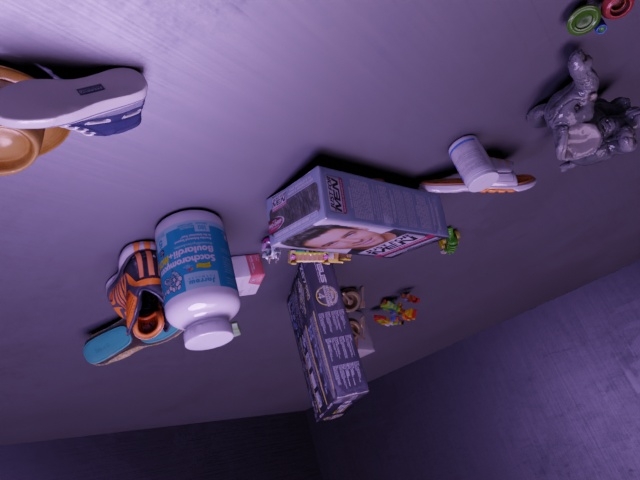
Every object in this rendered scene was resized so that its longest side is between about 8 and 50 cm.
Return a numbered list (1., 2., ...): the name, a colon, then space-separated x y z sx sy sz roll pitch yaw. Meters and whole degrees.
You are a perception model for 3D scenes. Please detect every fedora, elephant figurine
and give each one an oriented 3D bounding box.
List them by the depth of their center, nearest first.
1. fedora: -0.434 -0.141 0.614 0.195 0.079 0.194 -14 153 -7
2. elephant figurine: 0.511 -0.249 0.946 0.240 0.185 0.169 9 -173 -25

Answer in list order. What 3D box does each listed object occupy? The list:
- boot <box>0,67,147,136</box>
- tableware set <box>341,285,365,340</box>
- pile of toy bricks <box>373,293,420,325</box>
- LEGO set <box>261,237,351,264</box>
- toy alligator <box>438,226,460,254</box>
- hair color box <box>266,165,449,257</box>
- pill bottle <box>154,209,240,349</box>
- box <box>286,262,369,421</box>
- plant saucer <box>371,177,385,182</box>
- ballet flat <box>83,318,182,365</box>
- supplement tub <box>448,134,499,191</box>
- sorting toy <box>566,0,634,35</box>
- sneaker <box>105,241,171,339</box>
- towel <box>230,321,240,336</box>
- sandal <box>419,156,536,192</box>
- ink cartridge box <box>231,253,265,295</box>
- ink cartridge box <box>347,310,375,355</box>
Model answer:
1. boot: -0.320 -0.164 0.611 0.190 0.069 0.086 -24 163 -34
2. tableware set: 0.104 0.259 1.589 0.129 0.193 0.039 -7 -168 -22
3. pile of toy bricks: 0.281 0.259 1.798 0.105 0.117 0.212 26 154 -17
4. LEGO set: 0.000 0.000 1.162 0.287 0.106 0.132 -1 -177 -38
5. toy alligator: 0.403 0.018 1.449 0.056 0.051 0.189 -18 153 0
6. hair color box: 0.089 -0.047 1.029 0.375 0.113 0.185 7 158 -39
7. pill bottle: -0.245 0.080 0.938 0.147 0.263 0.146 -15 153 -8
8. box: 0.003 0.283 1.329 0.097 0.394 0.318 -8 150 -15
9. plant saucer: 0.110 -0.116 1.063 0.084 0.013 0.083 -15 152 -8
10. ballet flat: -0.489 0.243 1.283 0.349 0.123 0.123 -26 152 13
11. supplement tub: 0.328 -0.166 1.000 0.071 0.107 0.071 -14 153 -7
12. sorting toy: 0.457 -0.378 0.768 0.102 0.042 0.061 -15 140 21
13. sneaker: -0.418 0.155 1.064 0.125 0.179 0.321 -3 149 -26
14. towel: -0.353 0.323 1.591 0.152 0.023 0.113 -13 153 -10
15. sandal: 0.363 -0.154 1.068 0.266 0.102 0.076 -2 109 2
16. ink cartridge box: -0.254 0.097 1.181 0.198 0.067 0.115 -5 150 -26
17. ink cartridge box: 0.058 0.366 1.761 0.171 0.168 0.233 -32 149 26
